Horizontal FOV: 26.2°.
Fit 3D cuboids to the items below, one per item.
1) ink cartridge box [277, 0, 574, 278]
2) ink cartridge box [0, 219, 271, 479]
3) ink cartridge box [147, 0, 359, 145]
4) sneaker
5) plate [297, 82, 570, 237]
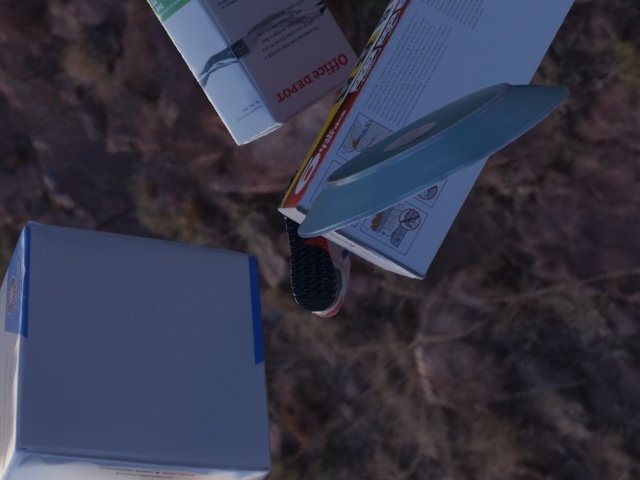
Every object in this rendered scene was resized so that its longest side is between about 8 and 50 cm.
[{"bbox_3d":[0.090,-0.132,1.260,0.130,0.309,0.272,29,178,-6],"label":"ink cartridge box"},{"bbox_3d":[-0.154,0.128,0.978,0.233,0.168,0.171,125,146,-50],"label":"ink cartridge box"},{"bbox_3d":[-0.072,-0.229,1.489,0.087,0.153,0.208,-24,99,52],"label":"ink cartridge box"},{"bbox_3d":[0.000,0.000,1.381,0.057,0.161,0.075,-5,163,12],"label":"sneaker"},{"bbox_3d":[0.064,-0.057,0.845,0.188,0.188,0.024,-19,104,51],"label":"plate"}]
